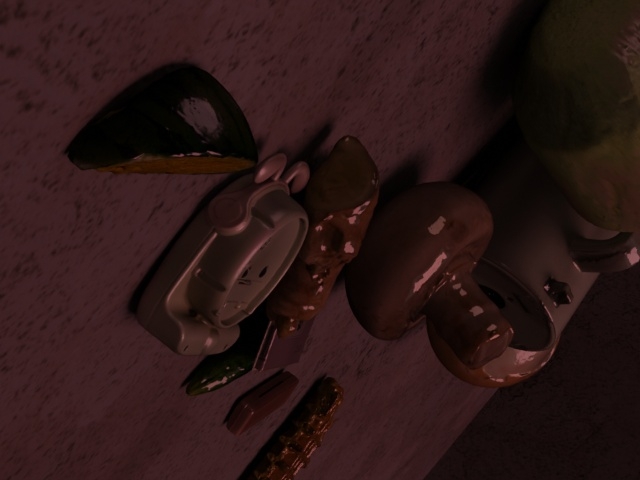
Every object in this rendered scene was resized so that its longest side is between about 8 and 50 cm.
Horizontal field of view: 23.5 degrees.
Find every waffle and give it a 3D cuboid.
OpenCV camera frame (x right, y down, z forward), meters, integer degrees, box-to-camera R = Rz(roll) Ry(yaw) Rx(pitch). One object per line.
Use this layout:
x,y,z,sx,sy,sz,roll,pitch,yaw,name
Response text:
-0.035,0.270,2.052,0.161,0.046,0.192,-26,149,-60,waffle

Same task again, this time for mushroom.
0.129,0.031,1.733,0.206,0.209,0.206,-26,125,-43,mushroom

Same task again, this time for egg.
0.252,0.118,2.265,0.201,0.201,0.244,-47,176,-18,egg

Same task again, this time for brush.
0.139,-0.011,1.990,0.218,0.010,0.082,-44,163,-27,brush

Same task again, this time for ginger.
0.002,-0.004,1.457,0.213,0.074,0.137,110,1,-54,ginger

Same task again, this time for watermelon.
-0.089,-0.065,1.079,0.092,0.075,0.181,-51,167,9,watermelon

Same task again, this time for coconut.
0.381,-0.163,1.784,0.281,0.328,0.328,-15,-172,34,coconut

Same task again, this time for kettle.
0.310,-0.042,1.989,0.318,0.205,0.265,-50,180,-23,kettle

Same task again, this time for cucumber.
-0.077,0.116,1.598,0.168,0.039,0.039,-35,157,-43,cucumber

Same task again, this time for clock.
-0.071,0.011,1.328,0.191,0.062,0.151,-55,165,7,clock

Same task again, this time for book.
-0.015,0.049,1.592,0.181,0.014,0.127,-69,164,6,book

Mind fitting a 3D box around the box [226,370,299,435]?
-0.069,0.191,1.813,0.048,0.025,0.115,-55,165,31,box
